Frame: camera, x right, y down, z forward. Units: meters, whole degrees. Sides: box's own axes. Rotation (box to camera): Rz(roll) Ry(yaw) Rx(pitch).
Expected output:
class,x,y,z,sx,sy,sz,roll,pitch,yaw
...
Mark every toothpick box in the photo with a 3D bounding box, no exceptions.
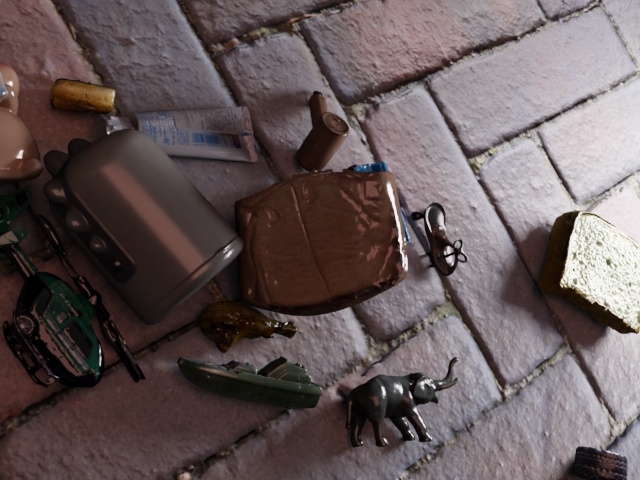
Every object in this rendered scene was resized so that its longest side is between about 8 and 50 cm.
class,x,y,z,sx,sy,sz,roll,pitch,yaw
toothpick box,-0.302,-0.036,1.247,0.316,0.229,0.229,49,61,-4

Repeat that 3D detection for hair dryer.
class,x,y,z,sx,sy,sz,roll,pitch,yaw
hair dryer,-0.002,-0.231,1.529,0.064,0.117,0.181,17,44,-24

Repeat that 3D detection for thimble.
class,x,y,z,sx,sy,sz,roll,pitch,yaw
thimble,0.576,0.465,1.592,0.104,0.095,0.066,27,67,-33

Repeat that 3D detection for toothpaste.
class,x,y,z,sx,sy,sz,roll,pitch,yaw
toothpaste,-0.254,-0.194,1.407,0.299,0.073,0.114,-5,77,-34

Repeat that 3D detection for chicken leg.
class,x,y,z,sx,sy,sz,roll,pitch,yaw
chicken leg,-0.127,0.156,1.365,0.178,0.070,0.093,8,94,-27

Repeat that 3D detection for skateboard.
class,x,y,z,sx,sy,sz,roll,pitch,yaw
skateboard,0.250,-0.004,1.580,0.067,0.080,0.151,-15,84,-34

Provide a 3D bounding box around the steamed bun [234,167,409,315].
class,x,y,z,sx,sy,sz,roll,pitch,yaw
steamed bun,0.000,0.000,1.391,0.301,0.199,0.251,-10,93,4

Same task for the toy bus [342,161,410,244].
class,x,y,z,sx,sy,sz,roll,pitch,yaw
toy bus,0.103,-0.054,1.519,0.106,0.090,0.184,-11,80,-31

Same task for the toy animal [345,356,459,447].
class,x,y,z,sx,sy,sz,roll,pitch,yaw
toy animal,0.163,0.309,1.445,0.270,0.082,0.137,-8,80,-27

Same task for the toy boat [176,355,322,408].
class,x,y,z,sx,sy,sz,roll,pitch,yaw
toy boat,-0.121,0.232,1.333,0.261,0.078,0.085,16,86,-22

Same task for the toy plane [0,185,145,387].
class,x,y,z,sx,sy,sz,roll,pitch,yaw
toy plane,-0.428,0.095,1.219,0.155,0.106,0.381,-35,91,-36

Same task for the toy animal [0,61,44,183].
class,x,y,z,sx,sy,sz,roll,pitch,yaw
toy animal,-0.543,-0.192,1.175,0.195,0.213,0.256,-9,81,-43

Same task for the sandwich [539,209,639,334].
class,x,y,z,sx,sy,sz,roll,pitch,yaw
sandwich,0.616,0.066,1.732,0.251,0.087,0.226,29,66,-19

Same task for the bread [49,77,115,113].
class,x,y,z,sx,sy,sz,roll,pitch,yaw
bread,-0.412,-0.245,1.337,0.106,0.072,0.053,4,73,-26
